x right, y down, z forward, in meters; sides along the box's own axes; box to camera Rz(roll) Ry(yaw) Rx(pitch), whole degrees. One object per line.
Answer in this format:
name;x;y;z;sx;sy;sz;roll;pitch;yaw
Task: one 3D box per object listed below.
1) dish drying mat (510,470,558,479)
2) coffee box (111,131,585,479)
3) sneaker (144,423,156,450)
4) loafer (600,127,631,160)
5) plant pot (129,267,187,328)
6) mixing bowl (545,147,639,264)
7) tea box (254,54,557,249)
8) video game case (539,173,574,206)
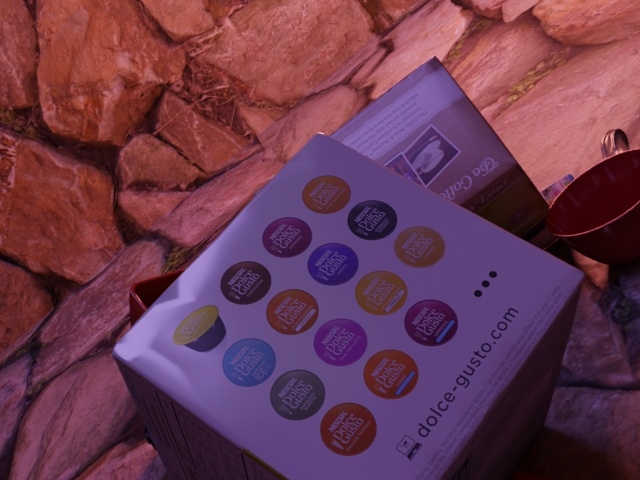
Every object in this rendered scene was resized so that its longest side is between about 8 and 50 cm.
dish drying mat;0.242;0.280;1.184;0.032;0.008;0.083;-48;21;-23
coffee box;0.035;0.161;1.132;0.334;0.338;0.337;31;63;23
sneaker;-0.199;0.235;1.953;0.343;0.134;0.146;-41;17;-3
loafer;0.466;-0.124;1.624;0.050;0.056;0.148;-26;33;35
plant pot;-0.125;0.202;1.576;0.267;0.267;0.236;-17;-41;-36
mixing bowl;0.412;-0.032;1.438;0.181;0.098;0.181;-36;19;14
tea box;0.141;-0.040;1.552;0.329;0.220;0.323;-36;-26;9
video game case;0.347;-0.038;1.712;0.166;0.015;0.119;-34;18;19
